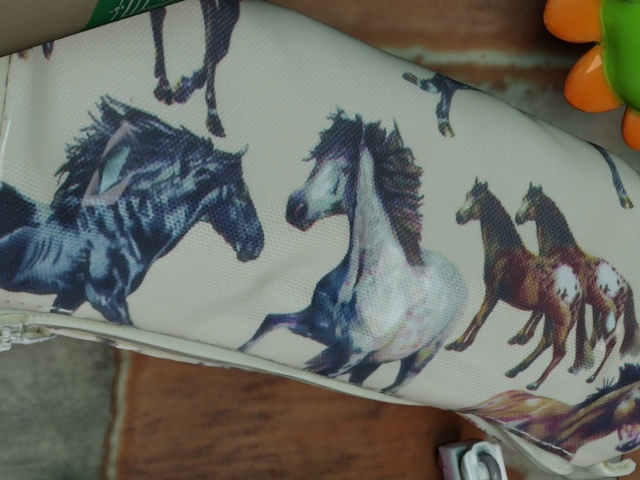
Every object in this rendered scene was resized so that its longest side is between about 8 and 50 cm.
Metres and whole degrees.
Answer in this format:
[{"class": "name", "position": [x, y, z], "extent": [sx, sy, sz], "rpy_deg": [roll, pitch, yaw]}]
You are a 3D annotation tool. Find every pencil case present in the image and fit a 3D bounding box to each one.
[{"class": "pencil case", "position": [0.000, 0.000, 0.666], "extent": [0.410, 0.160, 0.184], "rpy_deg": [18, 83, -31]}]

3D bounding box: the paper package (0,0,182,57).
[{"class": "paper package", "position": [-0.113, -0.221, 0.444], "extent": [0.324, 0.168, 0.309], "rpy_deg": [-21, 89, -17]}]

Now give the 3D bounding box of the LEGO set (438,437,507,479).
[{"class": "LEGO set", "position": [-0.028, 0.191, 0.800], "extent": [0.287, 0.107, 0.132], "rpy_deg": [-4, 79, -19]}]

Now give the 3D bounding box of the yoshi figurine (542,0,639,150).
[{"class": "yoshi figurine", "position": [0.273, -0.103, 0.745], "extent": [0.362, 0.203, 0.203], "rpy_deg": [37, 71, -34]}]
